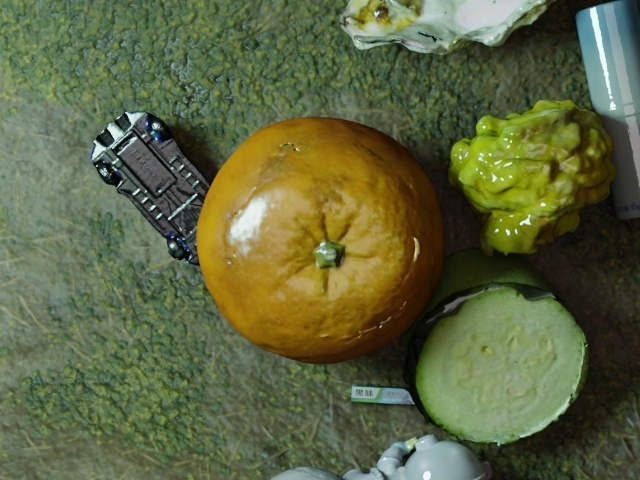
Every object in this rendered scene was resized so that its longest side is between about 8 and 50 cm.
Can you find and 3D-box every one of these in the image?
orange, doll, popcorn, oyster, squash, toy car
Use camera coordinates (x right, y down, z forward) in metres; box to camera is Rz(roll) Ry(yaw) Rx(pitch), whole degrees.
[{"bbox_3d":[0.000,0.000,1.597,0.284,0.226,0.283,0,93,-4],"label":"orange"},{"bbox_3d":[0.064,0.311,1.646,0.287,0.151,0.151,-18,90,1],"label":"doll"},{"bbox_3d":[0.247,-0.077,1.607,0.198,0.197,0.155,-29,105,4],"label":"popcorn"},{"bbox_3d":[0.195,-0.319,1.650,0.355,0.107,0.201,-15,70,16],"label":"oyster"},{"bbox_3d":[0.200,0.131,1.663,0.220,0.133,0.220,-1,105,-4],"label":"squash"},{"bbox_3d":[-0.180,-0.062,1.692,0.103,0.063,0.216,-41,99,4],"label":"toy car"}]

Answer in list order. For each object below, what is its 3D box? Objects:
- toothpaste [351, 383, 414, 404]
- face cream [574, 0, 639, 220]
[{"bbox_3d":[0.079,0.187,1.701,0.083,0.017,0.020,3,92,4],"label":"toothpaste"},{"bbox_3d":[0.359,-0.153,1.642,0.077,0.077,0.250,-12,92,4],"label":"face cream"}]
